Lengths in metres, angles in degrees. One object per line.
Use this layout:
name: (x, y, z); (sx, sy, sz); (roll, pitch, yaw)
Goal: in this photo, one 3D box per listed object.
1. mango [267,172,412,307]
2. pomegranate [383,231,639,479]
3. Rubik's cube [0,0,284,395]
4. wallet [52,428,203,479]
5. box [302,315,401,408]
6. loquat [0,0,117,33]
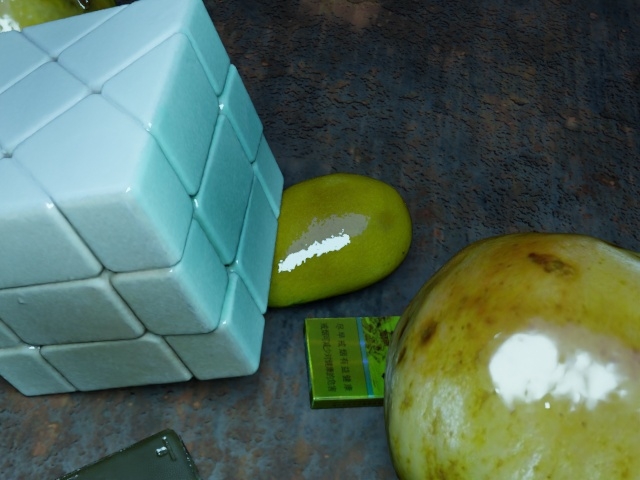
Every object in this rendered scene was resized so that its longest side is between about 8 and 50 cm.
mango: (0.001, -0.005, 1.049); (0.254, 0.139, 0.176); (-15, 48, -12)
pomegranate: (0.236, 0.196, 0.800); (0.409, 0.410, 0.410); (4, 50, -5)
Rubik's cube: (-0.246, -0.041, 0.871); (0.318, 0.316, 0.322); (-7, 50, 15)
wallet: (-0.230, 0.291, 0.839); (0.198, 0.031, 0.110); (-21, 56, -24)
box: (0.078, 0.156, 0.997); (0.193, 0.030, 0.121); (0, 51, -9)
loquat: (-0.455, -0.279, 1.112); (0.328, 0.359, 0.328); (39, 27, -25)
